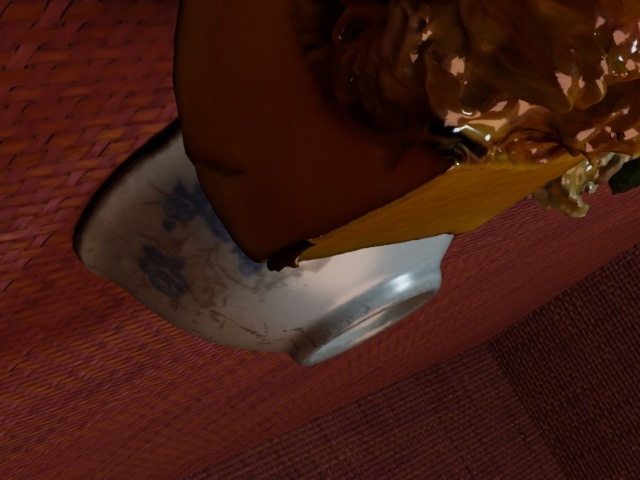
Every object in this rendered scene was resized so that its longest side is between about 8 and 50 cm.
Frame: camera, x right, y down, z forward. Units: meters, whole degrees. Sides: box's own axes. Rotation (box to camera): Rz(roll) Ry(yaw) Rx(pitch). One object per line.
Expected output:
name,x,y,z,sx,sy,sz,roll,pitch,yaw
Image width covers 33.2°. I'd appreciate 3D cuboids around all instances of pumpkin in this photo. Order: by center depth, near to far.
pumpkin,0.072,-0.054,0.408,0.139,0.280,0.190,-10,125,-46

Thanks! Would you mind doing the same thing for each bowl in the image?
bowl,0.000,0.000,0.754,0.313,0.146,0.313,-27,166,-7

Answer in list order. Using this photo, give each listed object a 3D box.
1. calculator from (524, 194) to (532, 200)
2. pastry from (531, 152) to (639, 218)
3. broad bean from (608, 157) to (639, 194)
calculator,0.288,-0.109,1.202,0.194,0.043,0.294,-31,170,4
pastry,0.206,-0.130,0.739,0.250,0.154,0.102,-37,-157,-33
broad bean,0.429,-0.152,1.225,0.292,0.049,0.144,-48,164,22
